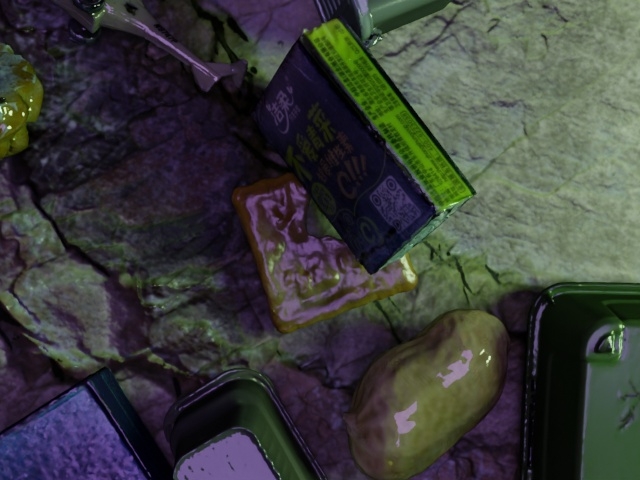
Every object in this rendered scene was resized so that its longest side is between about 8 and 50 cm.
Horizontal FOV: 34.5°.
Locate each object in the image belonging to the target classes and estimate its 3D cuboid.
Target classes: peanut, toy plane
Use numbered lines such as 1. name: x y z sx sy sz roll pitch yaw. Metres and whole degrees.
1. peanut: 0.115 0.166 1.137 0.224 0.129 0.129 -42 92 -7
2. toy plane: -0.212 -0.254 1.147 0.286 0.092 0.108 38 65 0

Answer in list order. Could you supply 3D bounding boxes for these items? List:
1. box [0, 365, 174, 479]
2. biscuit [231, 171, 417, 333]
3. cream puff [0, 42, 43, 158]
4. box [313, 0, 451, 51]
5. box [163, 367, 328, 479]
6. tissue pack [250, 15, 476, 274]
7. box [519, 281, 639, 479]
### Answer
1. box: -0.280 0.328 1.137 0.261 0.116 0.279 -32 92 1
2. biscuit: 0.000 0.000 1.174 0.174 0.039 0.183 -22 93 1
3. cream puff: -0.381 -0.141 1.131 0.121 0.156 0.156 7 92 -44
4. box: 0.052 -0.331 1.114 0.135 0.163 0.243 -20 90 -9
5. box: -0.060 0.281 1.110 0.138 0.178 0.274 -33 92 -1
6. tissue pack: 0.038 -0.095 1.091 0.073 0.173 0.235 -31 80 -32
7. box: 0.355 0.213 1.116 0.253 0.178 0.328 1 91 0
